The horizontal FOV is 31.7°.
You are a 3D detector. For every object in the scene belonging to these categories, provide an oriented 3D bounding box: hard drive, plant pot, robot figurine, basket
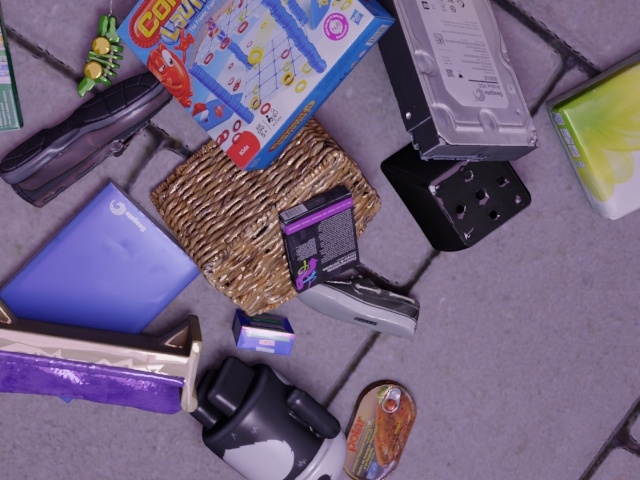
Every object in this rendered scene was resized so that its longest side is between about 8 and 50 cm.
[{"bbox_3d":[-0.378,0.085,1.842,0.319,0.040,0.210,-45,105,3],"label":"hard drive"},{"bbox_3d":[0.236,-0.089,1.839,0.188,0.167,0.187,-35,105,1],"label":"plant pot"},{"bbox_3d":[-0.085,0.319,1.874,0.278,0.209,0.173,42,80,-15],"label":"robot figurine"},{"bbox_3d":[-0.080,-0.057,1.833,0.299,0.223,0.213,-42,139,2],"label":"basket"},{"bbox_3d":[0.192,-0.284,1.705,0.237,0.064,0.338,-3,71,-42],"label":"hard drive"}]

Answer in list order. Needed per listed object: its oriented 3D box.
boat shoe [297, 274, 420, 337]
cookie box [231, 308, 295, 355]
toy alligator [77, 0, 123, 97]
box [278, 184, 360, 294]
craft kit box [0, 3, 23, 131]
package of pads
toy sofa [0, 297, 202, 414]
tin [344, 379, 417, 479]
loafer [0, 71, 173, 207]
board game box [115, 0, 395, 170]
[{"bbox_3d":[0.063,0.099,1.908,0.219,0.078,0.070,20,64,-10],"label":"boat shoe"},{"bbox_3d":[-0.095,0.152,1.869,0.092,0.107,0.040,10,101,-12],"label":"cookie box"},{"bbox_3d":[-0.327,-0.307,1.753,0.051,0.056,0.189,18,99,-13],"label":"toy alligator"},{"bbox_3d":[0.000,0.000,1.752,0.116,0.029,0.162,-24,135,-16],"label":"box"},{"bbox_3d":[-0.600,-0.275,1.719,0.247,0.061,0.249,-9,104,-4],"label":"craft kit box"},{"bbox_3d":[0.557,-0.194,1.902,0.297,0.101,0.229,-28,104,-1],"label":"package of pads"},{"bbox_3d":[-0.371,0.194,1.769,0.363,0.150,0.177,10,100,-11],"label":"toy sofa"},{"bbox_3d":[0.099,0.335,1.981,0.106,0.040,0.189,18,99,-17],"label":"tin"},{"bbox_3d":[-0.356,-0.158,1.772,0.303,0.109,0.095,-30,125,4],"label":"loafer"},{"bbox_3d":[-0.102,-0.315,1.664,0.302,0.086,0.308,47,112,12],"label":"board game box"}]
